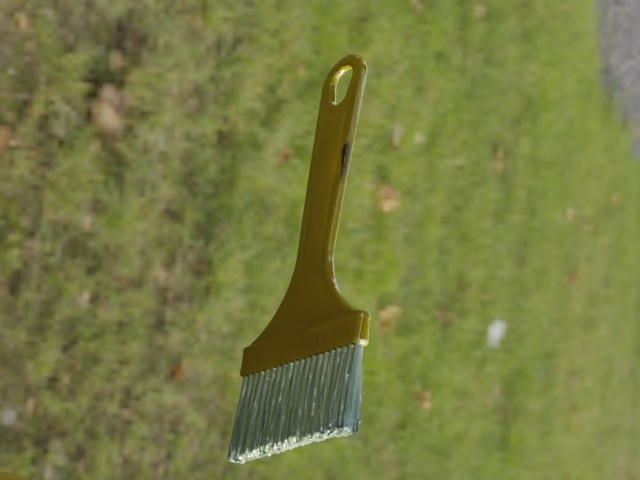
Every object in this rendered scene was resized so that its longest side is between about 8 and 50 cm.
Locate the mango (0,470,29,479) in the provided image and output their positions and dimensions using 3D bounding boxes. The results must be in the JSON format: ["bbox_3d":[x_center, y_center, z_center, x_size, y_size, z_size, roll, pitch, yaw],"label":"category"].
[{"bbox_3d":[-0.111,0.111,0.474,0.187,0.066,0.101,6,80,-39],"label":"mango"}]

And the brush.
[{"bbox_3d":[0.000,0.000,0.782,0.011,0.083,0.205,27,59,-33],"label":"brush"}]
